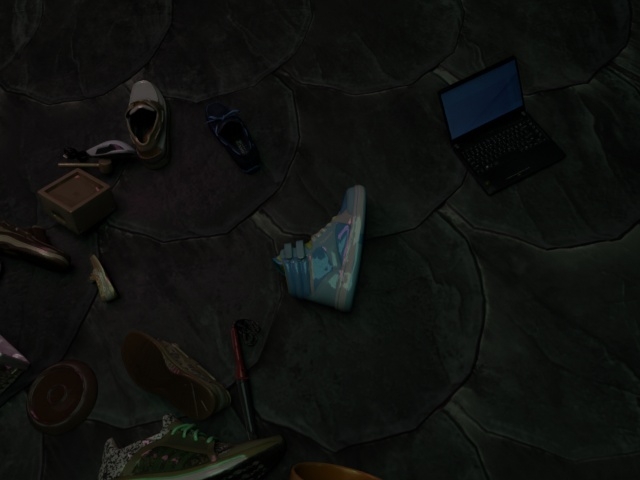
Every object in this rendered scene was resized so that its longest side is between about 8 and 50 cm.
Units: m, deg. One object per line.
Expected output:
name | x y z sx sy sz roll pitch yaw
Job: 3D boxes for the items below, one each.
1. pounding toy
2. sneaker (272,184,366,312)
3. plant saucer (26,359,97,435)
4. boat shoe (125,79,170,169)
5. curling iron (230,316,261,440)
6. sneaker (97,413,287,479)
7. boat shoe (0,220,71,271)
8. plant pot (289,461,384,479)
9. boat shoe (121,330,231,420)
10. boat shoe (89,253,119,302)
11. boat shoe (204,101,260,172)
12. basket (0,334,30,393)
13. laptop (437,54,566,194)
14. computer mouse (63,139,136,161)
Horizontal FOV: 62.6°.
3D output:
pounding toy | -0.633 -0.134 1.406 0.180 0.094 0.206 27 48 19
sneaker | 0.000 0.000 1.241 0.208 0.127 0.319 7 64 9
plant saucer | -0.592 0.350 1.191 0.168 0.029 0.169 -3 63 6
boat shoe | -0.487 -0.350 1.484 0.113 0.103 0.303 -19 63 -3
curling iron | -0.161 0.295 1.162 0.068 0.035 0.274 -8 63 2
sneaker | -0.274 0.424 1.059 0.409 0.158 0.182 -13 54 -3
boat shoe | -0.740 0.002 1.347 0.257 0.095 0.095 15 60 14
plant pot | 0.028 0.528 0.946 0.204 0.205 0.188 10 80 12
boat shoe | -0.325 0.295 1.164 0.285 0.089 0.105 32 96 23
boat shoe | -0.546 0.093 1.300 0.045 0.050 0.135 -30 64 -14
boat shoe | -0.236 -0.304 1.439 0.109 0.089 0.258 -37 65 -12
basket | -0.780 0.269 1.207 0.167 0.113 0.103 30 73 20
laptop | 0.457 -0.291 1.324 0.234 0.137 0.265 -26 64 -6
computer mouse | -0.600 -0.249 1.445 0.192 0.106 0.042 -5 90 6
